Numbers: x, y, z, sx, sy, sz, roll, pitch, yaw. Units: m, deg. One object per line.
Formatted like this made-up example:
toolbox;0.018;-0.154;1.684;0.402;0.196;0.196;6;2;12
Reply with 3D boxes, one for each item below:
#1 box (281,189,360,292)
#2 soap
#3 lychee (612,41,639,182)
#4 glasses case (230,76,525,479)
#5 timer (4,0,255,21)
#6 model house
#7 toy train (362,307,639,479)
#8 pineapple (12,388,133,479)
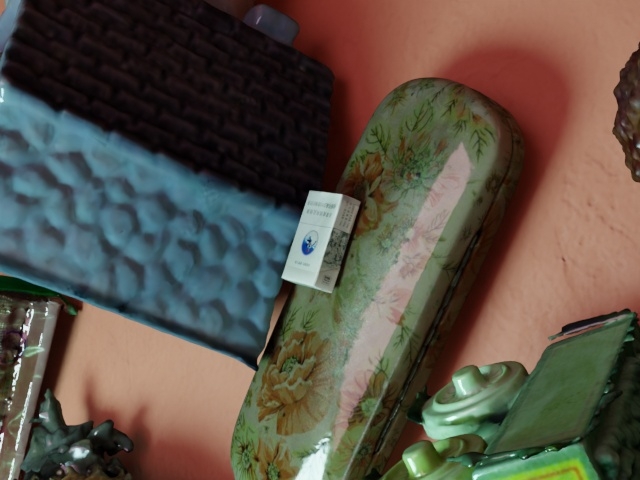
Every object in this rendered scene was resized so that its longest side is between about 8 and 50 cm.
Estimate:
box;0.000;0.000;0.855;0.054;0.024;0.083;12;82;54
soap;-0.425;0.176;1.170;0.098;0.217;0.274;22;99;55
lychee;0.297;-0.090;0.656;0.188;0.188;0.188;-9;75;37
glasses case;0.043;0.060;0.877;0.156;0.098;0.426;31;100;45
timer;-0.211;-0.312;1.066;0.285;0.285;0.285;-9;75;37
model house;-0.192;-0.108;0.933;0.297;0.360;0.339;13;80;65
toy train;0.154;0.165;0.668;0.188;0.271;0.159;-25;94;28
pineapple;-0.255;0.303;1.020;0.223;0.222;0.357;-59;34;13
